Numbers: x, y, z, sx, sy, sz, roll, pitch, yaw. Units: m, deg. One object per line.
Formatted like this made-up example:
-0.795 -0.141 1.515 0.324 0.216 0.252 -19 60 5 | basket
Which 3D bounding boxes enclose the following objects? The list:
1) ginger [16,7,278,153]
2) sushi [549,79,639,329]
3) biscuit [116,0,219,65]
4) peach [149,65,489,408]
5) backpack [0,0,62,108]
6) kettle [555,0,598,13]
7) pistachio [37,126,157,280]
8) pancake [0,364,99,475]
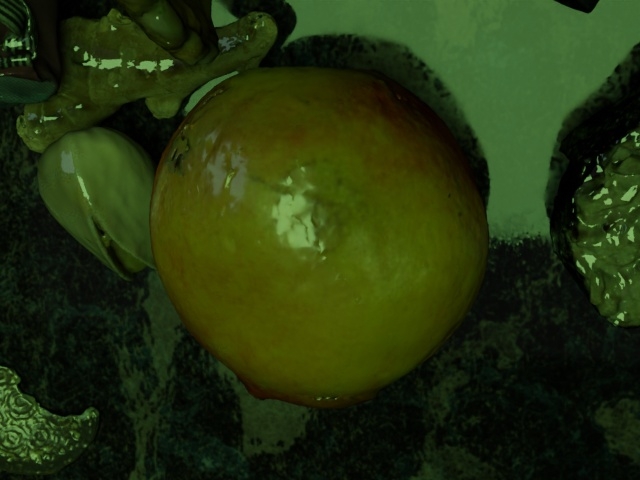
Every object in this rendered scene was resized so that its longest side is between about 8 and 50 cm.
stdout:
-0.200 -0.192 1.322 0.333 0.081 0.148 -11 108 12 | ginger
0.379 -0.080 1.221 0.211 0.171 0.350 38 108 -4 | sushi
-0.205 -0.324 1.133 0.078 0.329 0.335 -29 144 9 | biscuit
-0.001 0.000 1.232 0.372 0.290 0.373 -4 100 -27 | peach
-0.414 -0.289 1.200 0.317 0.197 0.284 5 87 -35 | backpack
0.223 -0.411 1.156 0.268 0.207 0.290 35 103 27 | kettle
-0.233 -0.042 1.324 0.126 0.152 0.223 -18 143 10 | pistachio
-0.379 0.211 1.490 0.184 0.020 0.191 -26 101 15 | pancake
